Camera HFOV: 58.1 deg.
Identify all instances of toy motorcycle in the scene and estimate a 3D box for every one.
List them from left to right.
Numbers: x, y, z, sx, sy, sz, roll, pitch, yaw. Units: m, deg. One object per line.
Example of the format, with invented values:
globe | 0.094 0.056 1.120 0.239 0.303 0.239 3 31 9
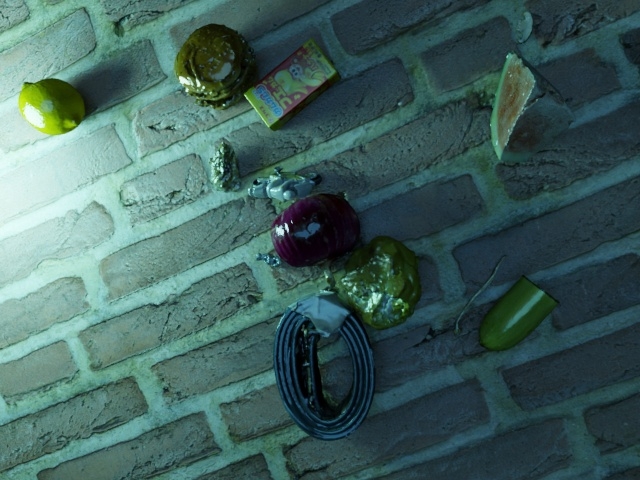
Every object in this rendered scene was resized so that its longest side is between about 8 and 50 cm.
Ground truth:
toy motorcycle | -0.110 -0.167 1.793 0.229 0.151 0.074 -3 124 4

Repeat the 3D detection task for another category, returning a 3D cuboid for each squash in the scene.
squash | 0.568 0.230 1.695 0.132 0.132 0.247 41 99 6

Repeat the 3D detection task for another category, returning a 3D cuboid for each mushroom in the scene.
mushroom | 0.482 0.165 1.760 0.028 0.026 0.286 29 94 -8
mushroom | 0.611 -0.637 1.724 0.049 0.019 0.101 14 91 8

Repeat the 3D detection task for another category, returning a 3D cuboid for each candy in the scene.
candy | -0.087 -0.485 1.807 0.276 0.088 0.146 -36 87 9

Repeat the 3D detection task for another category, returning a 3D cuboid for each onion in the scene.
onion | -0.012 -0.028 1.735 0.272 0.230 0.256 42 97 13

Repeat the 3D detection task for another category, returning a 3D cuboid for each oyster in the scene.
oyster | -0.317 -0.236 1.868 0.109 0.053 0.165 -2 98 20

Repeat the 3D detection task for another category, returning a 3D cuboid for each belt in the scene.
belt | 0.015 0.374 1.764 0.300 0.173 0.436 -10 93 1

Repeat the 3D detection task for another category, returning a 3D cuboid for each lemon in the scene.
lemon | -0.880 -0.441 1.889 0.244 0.187 0.186 30 96 10

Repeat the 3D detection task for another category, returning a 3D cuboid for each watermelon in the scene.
watermelon | 0.585 -0.388 1.643 0.193 0.232 0.310 26 77 -26

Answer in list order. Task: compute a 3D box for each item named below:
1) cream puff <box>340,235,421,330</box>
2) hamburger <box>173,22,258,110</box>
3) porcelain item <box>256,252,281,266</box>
cream puff | 0.202 0.124 1.721 0.282 0.185 0.281 3 95 40
hamburger | -0.313 -0.545 1.788 0.261 0.211 0.245 0 85 14
porcelain item | -0.165 0.063 1.858 0.083 0.028 0.036 14 91 8
